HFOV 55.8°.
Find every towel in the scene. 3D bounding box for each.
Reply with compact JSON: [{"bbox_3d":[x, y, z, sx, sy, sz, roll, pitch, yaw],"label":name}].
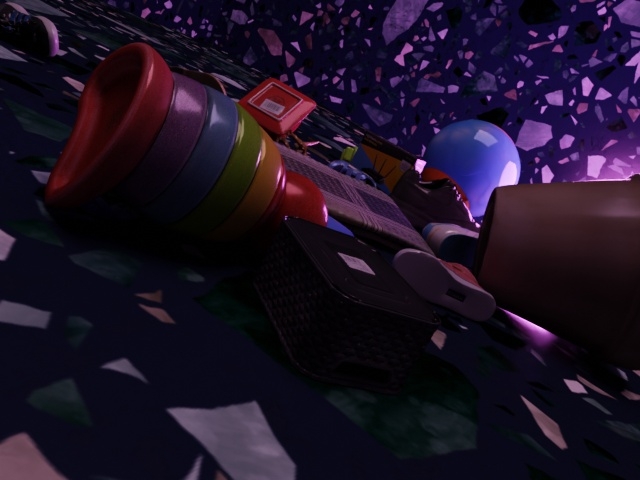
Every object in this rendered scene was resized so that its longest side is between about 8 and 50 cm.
[{"bbox_3d":[0.034,-0.074,1.147,0.324,0.056,0.312,23,19,-21],"label":"towel"}]

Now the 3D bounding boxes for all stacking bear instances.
[{"bbox_3d":[-0.110,-0.066,0.661,0.164,0.176,0.289,-14,-33,42],"label":"stacking bear"}]

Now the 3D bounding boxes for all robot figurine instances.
[{"bbox_3d":[0.114,-0.220,1.692,0.115,0.067,0.101,22,-14,-14],"label":"robot figurine"}]

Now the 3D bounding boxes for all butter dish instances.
[{"bbox_3d":[-0.117,-0.314,1.548,0.160,0.118,0.160,33,57,15],"label":"butter dish"}]

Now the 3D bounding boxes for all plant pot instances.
[{"bbox_3d":[0.413,0.025,1.018,0.280,0.323,0.323,13,13,9],"label":"plant pot"}]

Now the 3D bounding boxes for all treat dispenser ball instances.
[{"bbox_3d":[0.443,-0.214,1.799,0.288,0.288,0.288,25,15,-7],"label":"treat dispenser ball"}]

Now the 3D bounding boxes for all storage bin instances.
[{"bbox_3d":[0.019,0.058,0.601,0.122,0.084,0.180,18,18,-28],"label":"storage bin"}]

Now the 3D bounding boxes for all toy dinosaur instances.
[{"bbox_3d":[-0.053,-0.219,1.461,0.112,0.064,0.211,40,19,-24],"label":"toy dinosaur"}]

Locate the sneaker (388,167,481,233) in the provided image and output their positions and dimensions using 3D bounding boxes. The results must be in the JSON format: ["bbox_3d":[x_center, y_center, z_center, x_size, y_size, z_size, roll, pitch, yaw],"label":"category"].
[{"bbox_3d":[0.289,-0.068,1.370,0.286,0.130,0.109,23,14,-17],"label":"sneaker"}]

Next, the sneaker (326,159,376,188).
[{"bbox_3d":[0.074,-0.147,1.417,0.144,0.053,0.059,14,22,-35],"label":"sneaker"}]

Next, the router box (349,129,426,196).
[{"bbox_3d":[0.155,-0.175,1.487,0.046,0.133,0.179,9,23,-49],"label":"router box"}]

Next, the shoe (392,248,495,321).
[{"bbox_3d":[0.178,0.058,0.912,0.178,0.064,0.081,28,13,-15],"label":"shoe"}]

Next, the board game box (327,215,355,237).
[{"bbox_3d":[0.000,0.000,0.860,0.133,0.033,0.169,24,20,-29],"label":"board game box"}]

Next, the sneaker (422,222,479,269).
[{"bbox_3d":[0.305,0.017,1.203,0.228,0.087,0.092,20,15,-30],"label":"sneaker"}]

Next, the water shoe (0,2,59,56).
[{"bbox_3d":[-0.589,-0.408,1.183,0.203,0.073,0.080,31,37,30],"label":"water shoe"}]

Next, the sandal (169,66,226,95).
[{"bbox_3d":[-0.284,-0.377,1.512,0.240,0.088,0.079,31,21,33],"label":"sandal"}]
